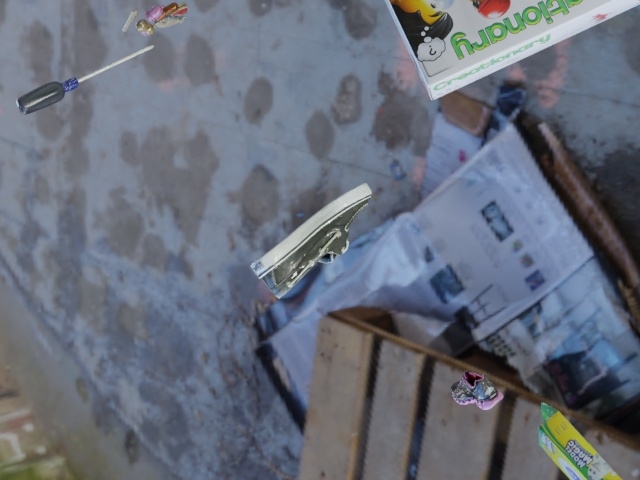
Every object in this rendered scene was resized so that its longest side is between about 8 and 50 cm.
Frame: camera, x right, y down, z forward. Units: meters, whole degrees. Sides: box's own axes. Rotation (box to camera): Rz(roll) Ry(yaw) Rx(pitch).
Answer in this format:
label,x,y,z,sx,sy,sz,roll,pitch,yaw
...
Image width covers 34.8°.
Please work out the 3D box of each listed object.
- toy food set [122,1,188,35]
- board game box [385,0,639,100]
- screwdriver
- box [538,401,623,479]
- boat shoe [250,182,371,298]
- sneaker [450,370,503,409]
label,x,y,z,sx,sy,sz,roll,pitch,yaw
toy food set,-0.264,-0.367,1.690,0.019,0.122,0.078,59,142,10
board game box,0.225,-0.310,1.156,0.305,0.053,0.193,-25,75,7
screwdriver,-0.253,-0.181,1.113,0.024,0.170,0.025,55,159,8
box,0.366,0.313,1.440,0.043,0.105,0.179,-36,62,-6
boat shoe,0.000,0.000,1.457,0.070,0.219,0.078,52,157,-1
sneaker,0.229,0.219,1.551,0.057,0.047,0.119,55,160,-11
